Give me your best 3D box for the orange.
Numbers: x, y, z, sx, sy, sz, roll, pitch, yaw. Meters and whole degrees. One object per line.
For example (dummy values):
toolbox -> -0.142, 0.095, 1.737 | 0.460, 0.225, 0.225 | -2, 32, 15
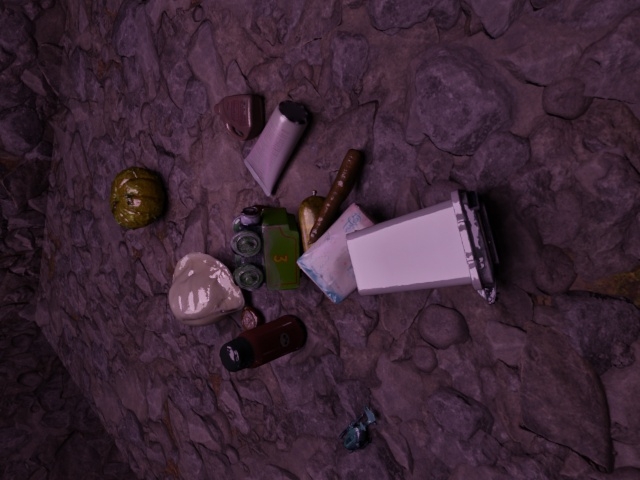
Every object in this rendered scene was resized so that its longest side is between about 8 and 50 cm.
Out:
orange -> -0.853, -0.187, 2.347 | 0.301, 0.223, 0.300 | -48, 52, 36

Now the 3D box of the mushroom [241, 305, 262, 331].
mushroom -> -0.283, 0.325, 2.063 | 0.123, 0.052, 0.123 | 4, 95, 48

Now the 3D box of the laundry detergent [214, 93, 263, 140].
laundry detergent -> -0.319, -0.468, 1.921 | 0.237, 0.076, 0.171 | 7, 103, 40

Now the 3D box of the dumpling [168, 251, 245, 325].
dumpling -> -0.500, 0.204, 2.114 | 0.395, 0.233, 0.315 | -6, 101, 32

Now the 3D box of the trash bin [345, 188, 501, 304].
trash bin -> 0.277, 0.042, 1.333 | 0.368, 0.256, 0.295 | -14, 91, 21

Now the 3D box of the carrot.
carrot -> 0.048, -0.134, 1.612 | 0.070, 0.070, 0.342 | 28, 94, 34

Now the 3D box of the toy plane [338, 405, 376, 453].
toy plane -> 0.136, 0.675, 1.769 | 0.096, 0.060, 0.235 | 60, 135, 32

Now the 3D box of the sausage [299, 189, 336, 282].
sausage -> 0.000, 0.000, 1.704 | 0.123, 0.123, 0.347 | -5, 95, 42

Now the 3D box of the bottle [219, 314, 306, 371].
bottle -> -0.211, 0.374, 1.820 | 0.144, 0.336, 0.144 | 8, 103, 39

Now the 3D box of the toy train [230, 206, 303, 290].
toy train -> -0.186, 0.033, 1.758 | 0.173, 0.249, 0.307 | -106, 13, -62

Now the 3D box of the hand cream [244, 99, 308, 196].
hand cream -> -0.163, -0.336, 1.804 | 0.185, 0.118, 0.358 | 53, 135, 15

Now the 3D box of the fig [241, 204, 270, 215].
fig -> -0.224, -0.053, 1.880 | 0.154, 0.144, 0.165 | 0, 113, 64

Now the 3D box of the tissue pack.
tissue pack -> 0.087, 0.042, 1.563 | 0.201, 0.124, 0.271 | 46, 101, 5
